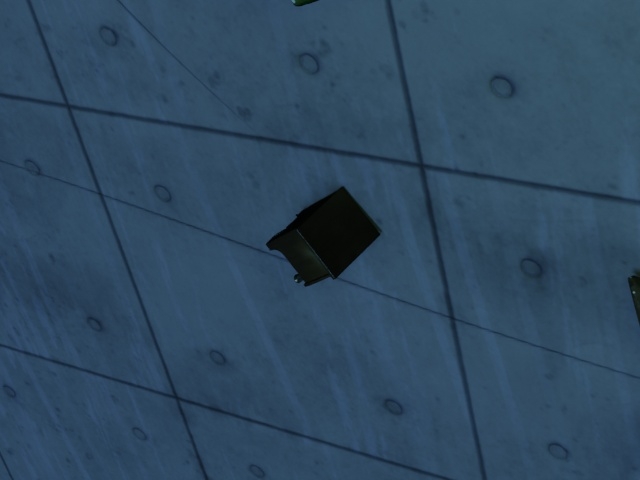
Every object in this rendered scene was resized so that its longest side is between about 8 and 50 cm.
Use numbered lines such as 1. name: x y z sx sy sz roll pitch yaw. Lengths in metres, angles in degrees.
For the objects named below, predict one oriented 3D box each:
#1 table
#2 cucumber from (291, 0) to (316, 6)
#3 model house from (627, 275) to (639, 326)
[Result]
1. table: 0.000 0.000 1.564 0.070 0.083 0.082 52 148 -9
2. cucumber: -0.013 -0.309 1.212 0.130 0.191 0.191 -3 125 44
3. model house: 0.366 0.139 1.352 0.248 0.176 0.181 51 145 13
